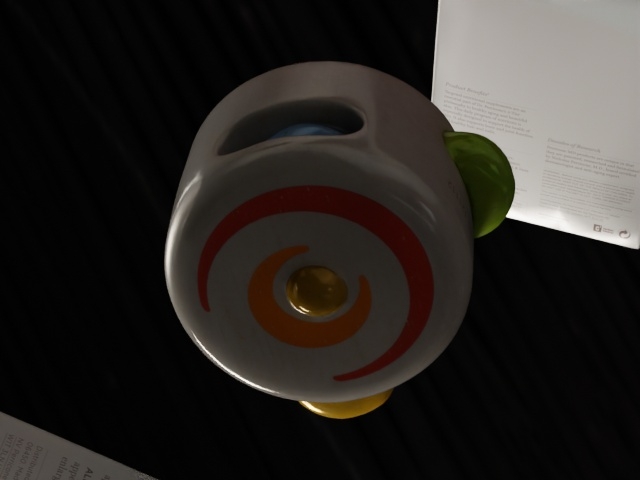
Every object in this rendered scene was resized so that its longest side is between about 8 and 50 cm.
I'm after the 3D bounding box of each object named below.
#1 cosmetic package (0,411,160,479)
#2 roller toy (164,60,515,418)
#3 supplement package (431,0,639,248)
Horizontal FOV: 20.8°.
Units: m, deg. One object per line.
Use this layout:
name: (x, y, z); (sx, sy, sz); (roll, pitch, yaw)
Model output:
cosmetic package: (-0.090, 0.281, 1.076); (0.217, 0.385, 0.156); (-54, -164, 44)
roller toy: (0.000, 0.000, 1.097); (0.209, 0.191, 0.146); (-53, -165, 29)
supplement package: (0.217, -0.171, 1.498); (0.198, 0.199, 0.262); (-61, 160, -45)
